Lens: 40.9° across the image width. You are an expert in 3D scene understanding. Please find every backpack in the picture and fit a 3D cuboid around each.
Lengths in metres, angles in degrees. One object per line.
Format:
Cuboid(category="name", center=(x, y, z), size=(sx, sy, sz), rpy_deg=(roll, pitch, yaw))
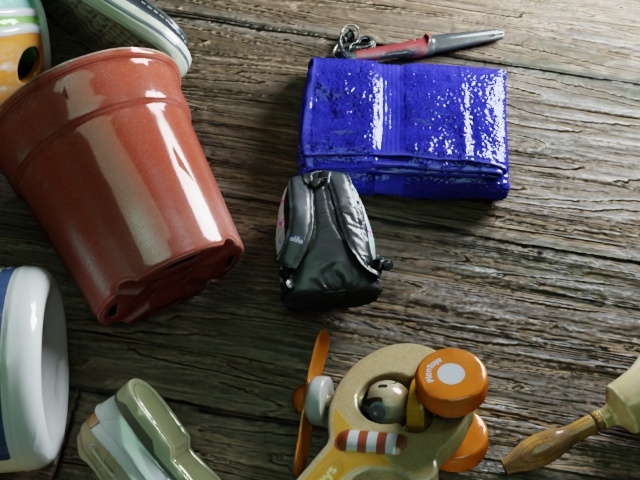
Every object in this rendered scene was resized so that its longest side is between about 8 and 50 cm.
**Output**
Cuboid(category="backpack", center=(0.000, 0.000, 1.139), size=(0.151, 0.115, 0.182), rpy_deg=(-2, 63, -16))

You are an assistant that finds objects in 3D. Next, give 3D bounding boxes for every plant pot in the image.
Cuboid(category="plant pot", center=(-0.245, -0.053, 1.089), size=(0.272, 0.272, 0.265), rpy_deg=(-26, 76, -14))

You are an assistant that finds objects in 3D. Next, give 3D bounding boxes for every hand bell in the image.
Cuboid(category="hand bell", center=(0.335, 0.227, 1.063), size=(0.242, 0.126, 0.126), rpy_deg=(-26, 68, -2))

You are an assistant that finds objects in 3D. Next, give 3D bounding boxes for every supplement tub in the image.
Cuboid(category="supplement tub", center=(-0.466, 0.150, 0.971), size=(0.324, 0.235, 0.236), rpy_deg=(-2, 64, -8))

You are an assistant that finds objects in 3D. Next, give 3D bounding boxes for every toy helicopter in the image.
Cuboid(category="toy helicopter", center=(0.024, 0.243, 1.006), size=(0.235, 0.140, 0.355), rpy_deg=(26, 52, 34))

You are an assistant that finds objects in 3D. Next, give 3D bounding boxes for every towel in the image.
Cuboid(category="towel", center=(0.123, -0.170, 1.246), size=(0.308, 0.076, 0.228), rpy_deg=(3, 65, -1))

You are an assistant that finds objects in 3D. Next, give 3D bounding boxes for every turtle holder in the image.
Cuboid(category="turtle holder", center=(-0.522, -0.296, 1.220), size=(0.227, 0.243, 0.320), rpy_deg=(-15, 25, -25))

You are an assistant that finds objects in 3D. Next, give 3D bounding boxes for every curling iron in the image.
Cuboid(category="curling iron", center=(0.153, -0.313, 1.337), size=(0.273, 0.035, 0.068), rpy_deg=(-6, 65, -5))

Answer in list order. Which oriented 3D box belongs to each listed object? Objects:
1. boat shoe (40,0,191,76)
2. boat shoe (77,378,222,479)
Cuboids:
Cuboid(category="boat shoe", center=(-0.365, -0.413, 1.287), size=(0.500, 0.187, 0.156), rpy_deg=(38, 75, 20))
Cuboid(category="boat shoe", center=(-0.169, 0.312, 0.997), size=(0.103, 0.113, 0.302), rpy_deg=(-39, 73, 5))
